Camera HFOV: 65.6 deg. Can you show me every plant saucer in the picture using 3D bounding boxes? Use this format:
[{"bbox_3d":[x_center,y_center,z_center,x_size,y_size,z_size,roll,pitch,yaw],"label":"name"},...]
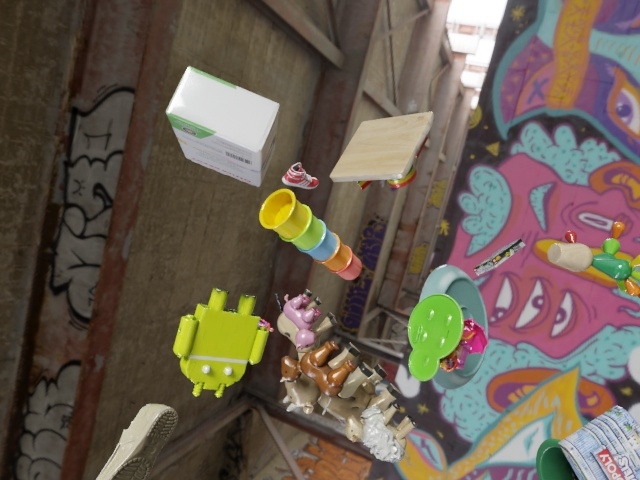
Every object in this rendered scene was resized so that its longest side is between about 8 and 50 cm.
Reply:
[{"bbox_3d":[0.351,0.218,1.266,0.317,0.043,0.318,10,-104,-45],"label":"plant saucer"}]

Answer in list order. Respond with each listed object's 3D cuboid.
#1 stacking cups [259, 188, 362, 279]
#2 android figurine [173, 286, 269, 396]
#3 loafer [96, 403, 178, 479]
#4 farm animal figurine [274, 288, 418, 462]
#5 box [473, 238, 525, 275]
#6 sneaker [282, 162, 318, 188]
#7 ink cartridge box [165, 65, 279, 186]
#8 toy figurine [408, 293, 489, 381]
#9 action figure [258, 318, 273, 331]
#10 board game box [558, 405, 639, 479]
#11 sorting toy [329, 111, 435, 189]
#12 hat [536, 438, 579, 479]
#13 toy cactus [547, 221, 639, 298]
[{"bbox_3d":[0.000,0.000,1.136,0.316,0.096,0.096,36,-110,-43],"label":"stacking cups"},{"bbox_3d":[-0.250,0.260,1.251,0.248,0.056,0.273,19,-94,-38],"label":"android figurine"},{"bbox_3d":[-0.464,0.527,1.238,0.269,0.092,0.102,-54,-48,-18],"label":"loafer"},{"bbox_3d":[0.010,0.277,1.009,0.172,0.326,0.330,-45,13,4],"label":"farm animal figurine"},{"bbox_3d":[0.524,0.049,1.458,0.137,0.027,0.094,-30,-8,-25],"label":"box"},{"bbox_3d":[-0.046,-0.187,1.438,0.118,0.042,0.067,2,-38,-33],"label":"sneaker"},{"bbox_3d":[-0.207,-0.239,1.111,0.278,0.201,0.117,129,162,-79],"label":"ink cartridge box"},{"bbox_3d":[0.271,0.211,1.005,0.159,0.130,0.173,24,-100,-36],"label":"toy figurine"},{"bbox_3d":[-0.201,0.264,1.574,0.030,0.115,0.038,89,-157,-70],"label":"action figure"},{"bbox_3d":[0.553,0.452,0.938,0.194,0.194,0.060,-29,-5,-8],"label":"board game box"},{"bbox_3d":[0.198,-0.257,1.501,0.089,0.257,0.256,53,-126,-37],"label":"sorting toy"},{"bbox_3d":[0.617,0.529,1.125,0.209,0.183,0.173,109,153,-57],"label":"hat"},{"bbox_3d":[0.488,0.029,0.868,0.219,0.180,0.112,-115,38,-62],"label":"toy cactus"}]
